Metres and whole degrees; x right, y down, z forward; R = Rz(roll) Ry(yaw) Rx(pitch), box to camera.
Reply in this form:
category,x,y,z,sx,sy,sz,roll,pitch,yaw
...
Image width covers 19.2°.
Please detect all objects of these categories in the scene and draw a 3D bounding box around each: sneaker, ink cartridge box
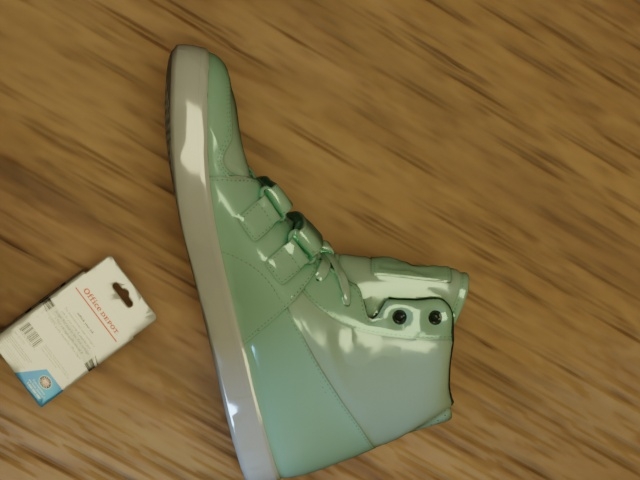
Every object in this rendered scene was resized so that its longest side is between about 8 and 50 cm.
category,x,y,z,sx,sy,sz,roll,pitch,yaw
sneaker,0.000,0.000,1.062,0.151,0.094,0.256,-14,105,-2
ink cartridge box,-0.140,0.050,1.077,0.083,0.028,0.048,-37,98,-5
